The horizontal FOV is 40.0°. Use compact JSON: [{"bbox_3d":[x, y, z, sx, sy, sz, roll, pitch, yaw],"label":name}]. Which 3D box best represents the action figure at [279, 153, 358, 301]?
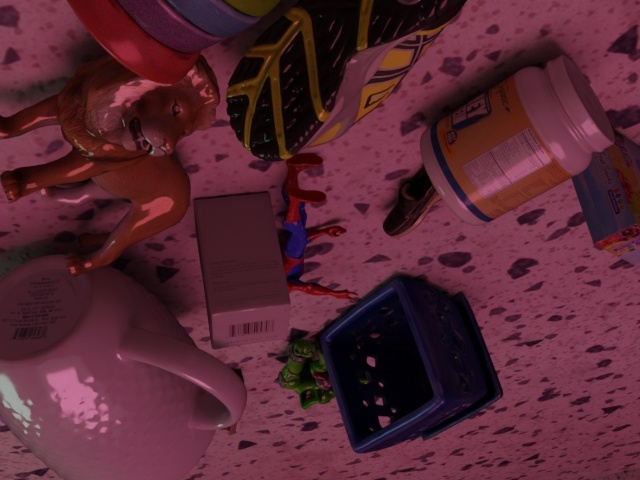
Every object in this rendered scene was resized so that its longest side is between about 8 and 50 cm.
[{"bbox_3d":[0.000,0.000,1.236,0.139,0.091,0.280,4,146,-10],"label":"action figure"}]

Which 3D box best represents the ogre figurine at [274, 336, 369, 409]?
[{"bbox_3d":[-0.003,0.252,1.649,0.118,0.097,0.197,-41,152,21],"label":"ogre figurine"}]

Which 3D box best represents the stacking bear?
[{"bbox_3d":[-0.065,-0.273,0.719,0.289,0.164,0.175,-33,144,23],"label":"stacking bear"}]

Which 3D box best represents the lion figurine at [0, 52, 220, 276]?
[{"bbox_3d":[-0.220,-0.087,1.004,0.240,0.142,0.392,-17,165,-6],"label":"lion figurine"}]

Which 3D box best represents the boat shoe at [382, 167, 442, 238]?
[{"bbox_3d":[0.132,-0.063,1.228,0.049,0.056,0.152,19,128,-34],"label":"boat shoe"}]

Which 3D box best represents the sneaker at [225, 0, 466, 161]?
[{"bbox_3d":[0.058,-0.234,0.874,0.384,0.145,0.147,-39,171,33],"label":"sneaker"}]

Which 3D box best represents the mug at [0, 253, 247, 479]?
[{"bbox_3d":[-0.279,0.184,1.225,0.374,0.276,0.328,6,146,22],"label":"mug"}]

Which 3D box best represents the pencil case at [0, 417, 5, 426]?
[{"bbox_3d":[-0.488,0.256,1.497,0.206,0.086,0.088,-17,125,5],"label":"pencil case"}]

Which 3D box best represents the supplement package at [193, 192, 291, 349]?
[{"bbox_3d":[-0.107,0.039,1.178,0.105,0.179,0.105,-7,148,-9],"label":"supplement package"}]

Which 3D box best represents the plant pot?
[{"bbox_3d":[0.169,0.222,1.535,0.212,0.236,0.236,9,143,-40],"label":"plant pot"}]

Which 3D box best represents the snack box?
[{"bbox_3d":[0.432,-0.055,1.224,0.070,0.174,0.207,-31,145,34],"label":"snack box"}]

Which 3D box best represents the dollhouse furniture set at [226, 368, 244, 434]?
[{"bbox_3d":[-0.188,0.312,1.699,0.058,0.076,0.152,-3,138,-20],"label":"dollhouse furniture set"}]

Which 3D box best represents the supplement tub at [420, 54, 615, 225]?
[{"bbox_3d":[0.239,-0.121,1.075,0.199,0.144,0.144,-31,145,27],"label":"supplement tub"}]
